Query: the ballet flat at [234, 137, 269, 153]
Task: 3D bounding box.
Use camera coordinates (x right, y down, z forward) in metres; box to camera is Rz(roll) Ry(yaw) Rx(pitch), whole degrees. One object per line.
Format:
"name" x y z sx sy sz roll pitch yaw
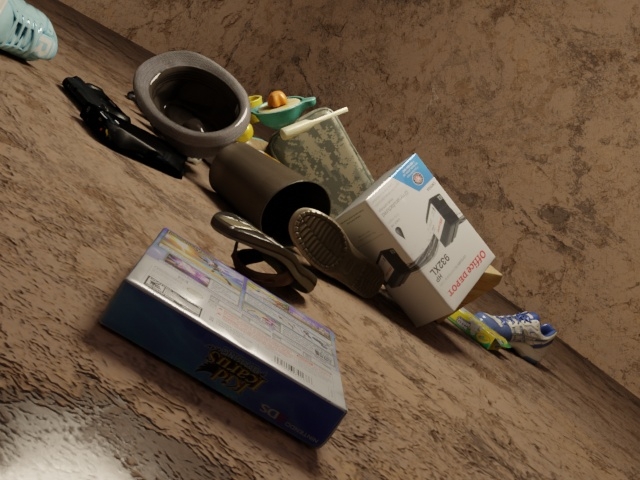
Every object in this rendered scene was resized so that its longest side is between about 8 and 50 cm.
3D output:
"ballet flat" -0.142 -0.199 2.245 0.124 0.116 0.342 60 16 24

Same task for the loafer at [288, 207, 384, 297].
"loafer" 0.020 0.028 1.626 0.268 0.102 0.092 44 -13 -30

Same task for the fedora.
"fedora" -0.289 -0.286 1.755 0.275 0.124 0.244 42 54 14

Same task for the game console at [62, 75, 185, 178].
"game console" -0.434 -0.255 1.661 0.213 0.044 0.361 26 13 -48

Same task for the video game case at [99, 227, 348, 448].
"video game case" -0.102 0.103 0.912 0.270 0.061 0.244 33 11 -9

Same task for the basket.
"basket" -0.122 -0.105 1.655 0.227 0.154 0.204 36 15 35

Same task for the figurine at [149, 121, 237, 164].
"figurine" -0.314 -0.255 1.957 0.209 0.092 0.215 35 8 34

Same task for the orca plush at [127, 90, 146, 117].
"orca plush" -0.447 -0.396 2.136 0.151 0.102 0.287 33 9 -5

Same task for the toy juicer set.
"toy juicer set" -0.124 -0.315 1.940 0.329 0.089 0.209 7 31 38

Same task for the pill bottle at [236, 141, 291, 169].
"pill bottle" -0.135 -0.144 1.876 0.208 0.117 0.117 32 9 -9

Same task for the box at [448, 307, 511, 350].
"box" 0.418 0.237 2.076 0.179 0.043 0.105 36 9 29

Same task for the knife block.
"knife block" 0.284 0.068 1.900 0.088 0.276 0.242 49 -12 54

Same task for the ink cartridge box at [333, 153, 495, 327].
"ink cartridge box" 0.213 -0.001 1.730 0.307 0.129 0.223 51 50 -6

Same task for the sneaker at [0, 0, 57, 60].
"sneaker" -0.641 -0.456 1.685 0.150 0.135 0.366 28 11 -14

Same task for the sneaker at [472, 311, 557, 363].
"sneaker" 0.551 0.244 2.228 0.297 0.131 0.112 26 14 -34

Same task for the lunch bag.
"lunch bag" -0.003 -0.200 2.144 0.305 0.213 0.256 58 0 -11

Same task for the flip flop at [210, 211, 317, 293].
"flip flop" -0.092 0.038 1.264 0.112 0.080 0.277 34 -7 30
